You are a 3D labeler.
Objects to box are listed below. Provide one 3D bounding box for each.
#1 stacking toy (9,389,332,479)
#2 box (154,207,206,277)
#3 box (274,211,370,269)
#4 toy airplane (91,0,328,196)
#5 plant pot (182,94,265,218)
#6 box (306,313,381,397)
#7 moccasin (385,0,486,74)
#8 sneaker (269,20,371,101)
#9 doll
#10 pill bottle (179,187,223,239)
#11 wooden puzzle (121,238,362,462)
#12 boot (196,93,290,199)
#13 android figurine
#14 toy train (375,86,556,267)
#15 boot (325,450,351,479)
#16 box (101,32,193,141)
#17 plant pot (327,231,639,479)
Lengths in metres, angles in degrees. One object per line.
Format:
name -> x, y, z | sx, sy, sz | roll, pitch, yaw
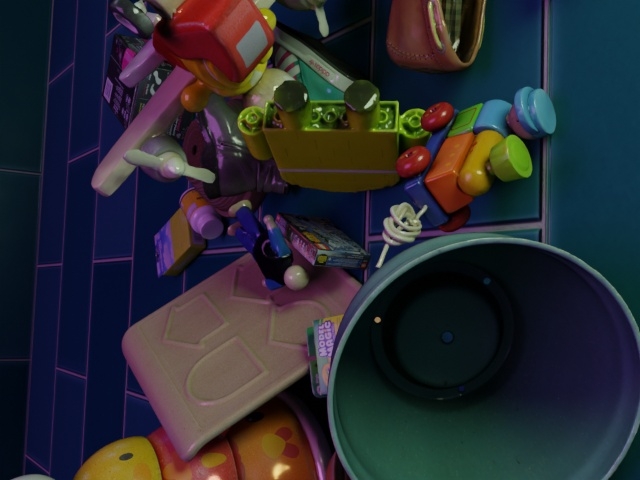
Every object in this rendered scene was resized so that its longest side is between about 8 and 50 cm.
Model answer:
stacking toy -> -0.241, 0.396, 1.138 | 0.350, 0.480, 0.351 | -9, 79, 57
box -> -0.303, 0.001, 1.690 | 0.178, 0.042, 0.109 | -38, 54, 49
box -> 0.000, 0.000, 1.173 | 0.137, 0.094, 0.027 | 42, 119, 52
toy airplane -> -0.149, -0.257, 1.127 | 0.386, 0.272, 0.384 | -41, 16, 37
plant pot -> -0.188, -0.161, 1.473 | 0.237, 0.109, 0.237 | -10, 78, 57
box -> 0.060, 0.144, 1.032 | 0.179, 0.043, 0.105 | -15, 71, 25
moccasin -> 0.157, -0.393, 0.939 | 0.147, 0.139, 0.380 | 16, 100, 56
sneaker -> -0.046, -0.234, 1.259 | 0.178, 0.124, 0.295 | -60, 40, 18
doll -> -0.079, 0.012, 1.188 | 0.189, 0.046, 0.129 | 46, 141, 39
pill bottle -> -0.235, -0.052, 1.571 | 0.116, 0.065, 0.065 | 52, 128, 46
wooden puzzle -> -0.113, 0.149, 1.212 | 0.322, 0.348, 0.080 | 39, 162, 53
boot -> -0.126, -0.190, 1.355 | 0.083, 0.161, 0.246 | 74, -170, -82
android figurine -> 0.022, -0.128, 1.032 | 0.273, 0.248, 0.056 | 64, -151, -71
toy train -> 0.160, -0.066, 0.843 | 0.143, 0.105, 0.248 | -19, 30, 43
boot -> 0.014, 0.412, 0.959 | 0.220, 0.109, 0.283 | -37, 65, 42
box -> -0.382, -0.344, 1.770 | 0.247, 0.142, 0.163 | 48, 126, 50
plant pot -> 0.144, 0.121, 0.801 | 0.196, 0.293, 0.293 | -112, 33, -78
